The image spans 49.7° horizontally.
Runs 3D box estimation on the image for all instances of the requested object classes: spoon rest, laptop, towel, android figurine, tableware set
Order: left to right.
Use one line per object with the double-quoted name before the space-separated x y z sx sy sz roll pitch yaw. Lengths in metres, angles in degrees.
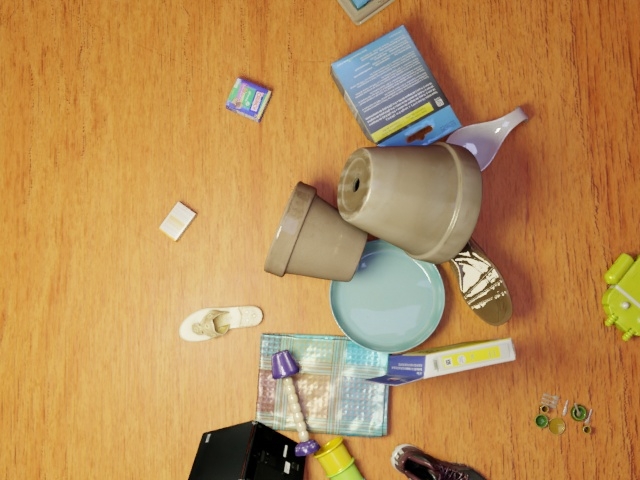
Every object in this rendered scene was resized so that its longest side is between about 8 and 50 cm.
"laptop" -0.188 0.601 1.801 0.264 0.234 0.137 31 115 -11
"towel" 0.010 0.396 1.906 0.370 0.040 0.272 4 83 0
"spoon rest" 0.475 -0.293 1.960 0.276 0.084 0.137 -36 85 -5
"tableware set" 0.674 0.492 1.909 0.154 0.024 0.104 19 84 1
"android figurine" 0.906 0.156 1.932 0.248 0.056 0.273 43 84 4

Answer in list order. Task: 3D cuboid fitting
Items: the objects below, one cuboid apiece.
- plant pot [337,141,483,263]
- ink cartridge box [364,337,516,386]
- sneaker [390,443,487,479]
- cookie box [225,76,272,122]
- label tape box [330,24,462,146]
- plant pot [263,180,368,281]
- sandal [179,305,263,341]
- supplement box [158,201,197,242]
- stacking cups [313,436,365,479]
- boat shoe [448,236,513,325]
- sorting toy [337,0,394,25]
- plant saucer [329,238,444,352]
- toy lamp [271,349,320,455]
"plant pot" 0.208 -0.116 1.776 0.280 0.323 0.323 10 83 -24
"ink cartridge box" 0.288 0.307 1.761 0.307 0.303 0.072 -6 82 -12
"sneaker" 0.323 0.635 1.820 0.281 0.162 0.107 20 84 2
"cookie box" -0.206 -0.404 1.987 0.107 0.040 0.092 23 83 1
"label tape box" 0.210 -0.400 1.957 0.240 0.106 0.334 -29 87 -3
"plant pot" 0.000 0.000 1.836 0.229 0.263 0.263 20 84 1
"sandal" -0.280 0.223 1.900 0.239 0.079 0.088 -11 84 -2
"supplement box" -0.403 -0.052 1.949 0.062 0.036 0.098 36 85 3
"stacking cups" 0.105 0.685 1.850 0.096 0.096 0.316 -33 87 -4
"boat shoe" 0.420 0.074 1.900 0.123 0.123 0.342 -39 75 20
"sorting toy" 0.166 -0.806 2.032 0.307 0.041 0.229 -36 86 -4
"plant saucer" 0.183 0.154 1.913 0.317 0.044 0.318 0 76 1
"toy lamp" -0.072 0.431 1.850 0.080 0.080 0.275 -15 86 -2
